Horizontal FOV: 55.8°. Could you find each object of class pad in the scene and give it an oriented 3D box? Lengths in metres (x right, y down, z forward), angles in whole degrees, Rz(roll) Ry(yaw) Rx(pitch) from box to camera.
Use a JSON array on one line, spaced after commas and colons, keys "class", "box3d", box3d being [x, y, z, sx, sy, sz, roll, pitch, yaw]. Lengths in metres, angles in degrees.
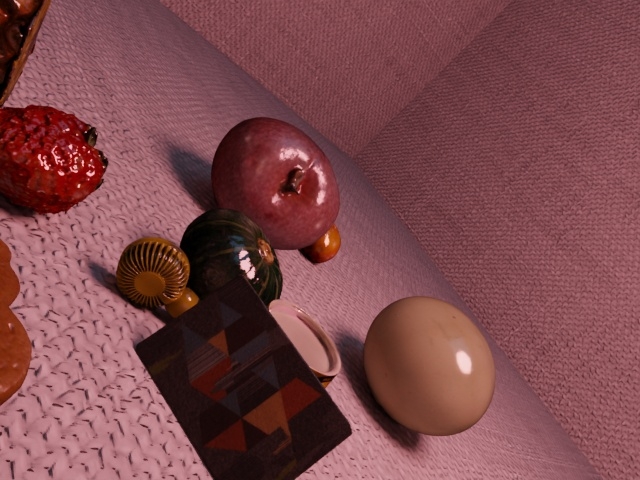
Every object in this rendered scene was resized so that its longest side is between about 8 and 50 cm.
[{"class": "pad", "box3d": [-0.082, 0.152, 0.626, 0.211, 0.142, 0.003, 51, -13, 19]}]

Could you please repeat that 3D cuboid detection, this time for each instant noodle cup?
[{"class": "instant noodle cup", "box3d": [-0.057, 0.149, 0.716, 0.151, 0.122, 0.151, 40, 14, -12]}]

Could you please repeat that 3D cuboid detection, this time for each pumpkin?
[{"class": "pumpkin", "box3d": [-0.121, 0.040, 0.822, 0.167, 0.125, 0.167, 57, 3, -4]}]

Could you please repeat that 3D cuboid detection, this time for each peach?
[{"class": "peach", "box3d": [-0.001, 0.000, 1.365, 0.100, 0.100, 0.101, 43, 14, -14]}]

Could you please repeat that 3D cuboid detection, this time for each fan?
[{"class": "fan", "box3d": [-0.174, 0.065, 0.718, 0.155, 0.082, 0.039, 52, 15, -28]}]

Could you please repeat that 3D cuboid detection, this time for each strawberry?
[{"class": "strawberry", "box3d": [-0.313, -0.086, 0.659, 0.148, 0.131, 0.131, -16, 58, -41]}]

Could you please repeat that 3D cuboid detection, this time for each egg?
[{"class": "egg", "box3d": [0.185, 0.216, 1.054, 0.219, 0.219, 0.269, 38, 20, -29]}]

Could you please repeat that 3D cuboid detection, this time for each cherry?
[{"class": "cherry", "box3d": [-0.091, -0.109, 1.159, 0.261, 0.221, 0.307, 50, -1, -19]}]

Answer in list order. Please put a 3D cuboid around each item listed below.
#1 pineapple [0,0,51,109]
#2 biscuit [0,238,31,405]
[{"class": "pineapple", "box3d": [-0.465, -0.321, 0.708, 0.271, 0.263, 0.262, 24, 23, -28]}, {"class": "biscuit", "box3d": [-0.291, 0.071, 0.415, 0.186, 0.044, 0.295, 43, 15, -26]}]
